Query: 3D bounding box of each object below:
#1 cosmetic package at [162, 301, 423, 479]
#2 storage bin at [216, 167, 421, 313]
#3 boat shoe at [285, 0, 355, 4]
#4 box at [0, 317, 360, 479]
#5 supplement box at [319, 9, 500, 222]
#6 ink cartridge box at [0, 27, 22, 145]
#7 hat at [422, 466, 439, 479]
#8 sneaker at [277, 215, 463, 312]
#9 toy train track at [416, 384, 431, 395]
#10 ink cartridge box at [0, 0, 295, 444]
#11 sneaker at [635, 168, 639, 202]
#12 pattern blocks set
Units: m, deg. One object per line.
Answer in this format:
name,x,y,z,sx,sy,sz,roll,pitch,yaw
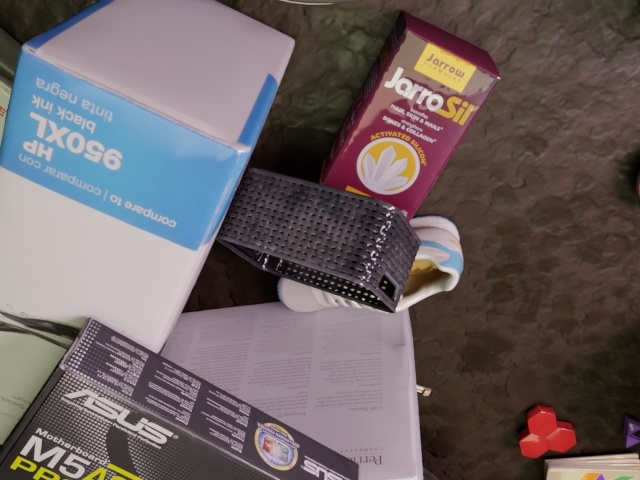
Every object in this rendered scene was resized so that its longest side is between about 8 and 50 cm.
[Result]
cosmetic package,-0.077,0.195,0.747,0.377,0.284,0.097,-7,121,10
storage bin,0.000,0.000,0.670,0.180,0.084,0.122,18,168,27
boat shoe,-0.038,-0.250,0.498,0.305,0.091,0.109,4,112,-41
box,-0.135,0.213,0.559,0.270,0.060,0.216,34,120,-16
supplement box,0.084,-0.119,0.657,0.104,0.081,0.188,24,120,-9
ink cartridge box,-0.379,-0.116,0.694,0.154,0.093,0.212,40,118,-19
hat,0.066,0.417,0.962,0.331,0.134,0.331,2,106,8
sneaker,0.051,0.040,0.752,0.228,0.092,0.087,-18,120,17
toy train track,0.113,0.202,0.893,0.083,0.014,0.048,17,122,-6
ink cartridge box,-0.188,-0.016,0.624,0.166,0.285,0.395,24,121,-10
sneaker,0.464,-0.060,0.596,0.314,0.136,0.116,-3,117,30
pattern blocks set,0.396,0.393,0.954,0.285,0.026,0.325,8,111,0
